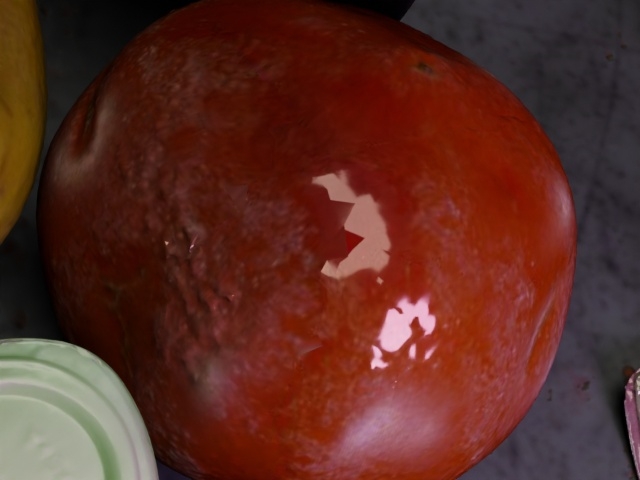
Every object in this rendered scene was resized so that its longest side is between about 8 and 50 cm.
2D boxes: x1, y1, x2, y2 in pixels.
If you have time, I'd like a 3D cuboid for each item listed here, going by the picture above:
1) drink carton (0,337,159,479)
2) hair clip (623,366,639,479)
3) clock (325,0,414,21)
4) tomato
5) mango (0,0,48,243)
[{"bbox_3d":[-0.126,0.113,0.713,0.144,0.142,0.146,-8,67,-22],"label":"drink carton"},{"bbox_3d":[0.184,0.124,0.878,0.054,0.022,0.137,-7,68,-20],"label":"hair clip"},{"bbox_3d":[-0.076,-0.176,0.794,0.279,0.273,0.049,31,78,-2],"label":"clock"},{"bbox_3d":[0.003,-0.001,0.772,0.232,0.188,0.232,13,49,-16],"label":"tomato"},{"bbox_3d":[-0.247,-0.095,0.761,0.253,0.182,0.365,-5,57,-17],"label":"mango"}]
